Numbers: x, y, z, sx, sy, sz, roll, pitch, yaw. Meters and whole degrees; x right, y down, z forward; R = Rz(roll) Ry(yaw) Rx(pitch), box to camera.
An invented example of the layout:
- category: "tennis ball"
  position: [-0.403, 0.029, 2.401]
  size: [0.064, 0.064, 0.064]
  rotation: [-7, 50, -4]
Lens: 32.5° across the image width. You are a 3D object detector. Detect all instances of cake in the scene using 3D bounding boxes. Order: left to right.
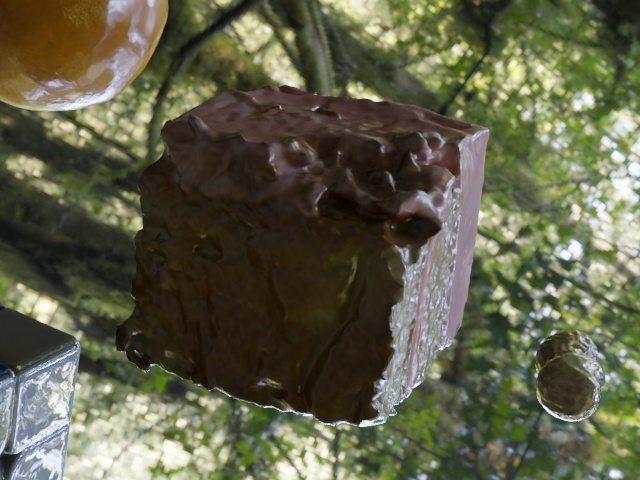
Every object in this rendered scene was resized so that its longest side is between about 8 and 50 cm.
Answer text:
- category: "cake"
  position: [0.000, 0.000, 1.148]
  size: [0.307, 0.314, 0.293]
  rotation: [-33, 136, -57]

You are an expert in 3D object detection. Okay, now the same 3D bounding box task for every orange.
- category: "orange"
  position: [-0.369, -0.328, 1.524]
  size: [0.312, 0.312, 0.312]
  rotation: [-39, -146, 34]

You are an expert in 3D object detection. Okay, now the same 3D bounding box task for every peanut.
- category: "peanut"
  position: [0.378, 0.200, 1.672]
  size: [0.228, 0.104, 0.085]
  rotation: [-69, 158, -69]

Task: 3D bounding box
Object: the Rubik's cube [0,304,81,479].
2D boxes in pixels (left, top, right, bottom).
- category: "Rubik's cube"
  position: [-0.519, 0.248, 1.229]
  size: [0.347, 0.347, 0.344]
  rotation: [20, -67, 21]
